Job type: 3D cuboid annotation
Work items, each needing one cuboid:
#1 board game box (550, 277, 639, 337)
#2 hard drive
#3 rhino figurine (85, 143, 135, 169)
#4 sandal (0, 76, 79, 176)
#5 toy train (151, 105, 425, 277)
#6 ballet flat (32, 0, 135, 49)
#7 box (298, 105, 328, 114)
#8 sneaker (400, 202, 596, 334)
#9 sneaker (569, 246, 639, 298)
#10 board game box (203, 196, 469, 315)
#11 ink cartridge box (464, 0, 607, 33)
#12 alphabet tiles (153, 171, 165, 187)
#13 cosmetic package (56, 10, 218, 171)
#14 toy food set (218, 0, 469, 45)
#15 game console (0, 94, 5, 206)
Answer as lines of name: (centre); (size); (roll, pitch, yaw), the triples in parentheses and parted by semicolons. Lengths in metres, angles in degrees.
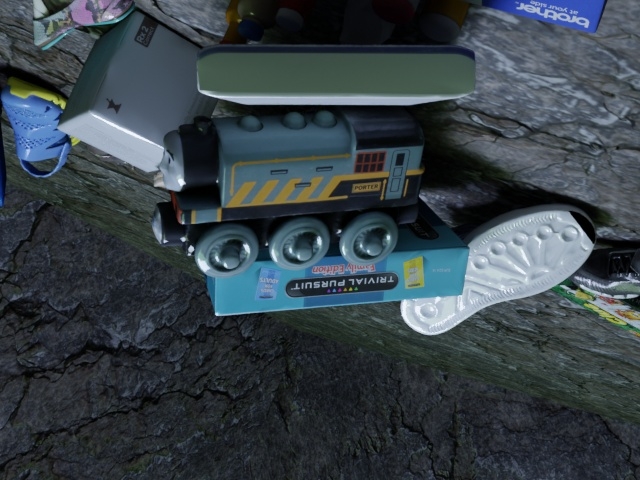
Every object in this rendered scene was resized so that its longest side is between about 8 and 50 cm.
board game box: (0.538, 0.121, 1.482); (0.260, 0.030, 0.136); (26, 169, -21)
hard drive: (0.011, -0.150, 0.780); (0.210, 0.040, 0.318); (0, -172, -1)
rhino figurine: (-0.418, -0.210, 1.578); (0.106, 0.073, 0.243); (18, 166, 4)
sandal: (-0.557, -0.215, 1.643); (0.126, 0.138, 0.317); (23, 166, 4)
toy train: (-0.031, -0.069, 0.983); (0.334, 0.190, 0.142); (-5, -144, -17)
ballet flat: (-0.316, -0.299, 1.042); (0.222, 0.077, 0.079); (1, 138, 47)
box: (-0.024, -0.149, 1.209); (0.059, 0.054, 0.169); (27, 167, -24)
sneaker: (0.270, 0.006, 1.274); (0.323, 0.236, 0.130); (-33, 100, 28)
sneaker: (0.459, 0.039, 1.159); (0.234, 0.078, 0.106); (10, 161, 30)
board game box: (0.000, 0.000, 1.164); (0.336, 0.079, 0.253); (-3, -154, -15)
ink cartridge box: (0.123, -0.226, 0.639); (0.207, 0.046, 0.097); (18, 168, 14)
alphabet tiles: (-0.086, -0.097, 1.176); (0.284, 0.021, 0.278); (-4, 178, -20)
cosmetic package: (-0.247, -0.197, 1.147); (0.152, 0.151, 0.184); (27, 168, -28)
toy food set: (0.010, -0.210, 0.762); (0.232, 0.104, 0.111); (18, 167, 18)
game console: (-0.703, -0.218, 1.623); (0.250, 0.173, 0.293); (27, -177, -24)
